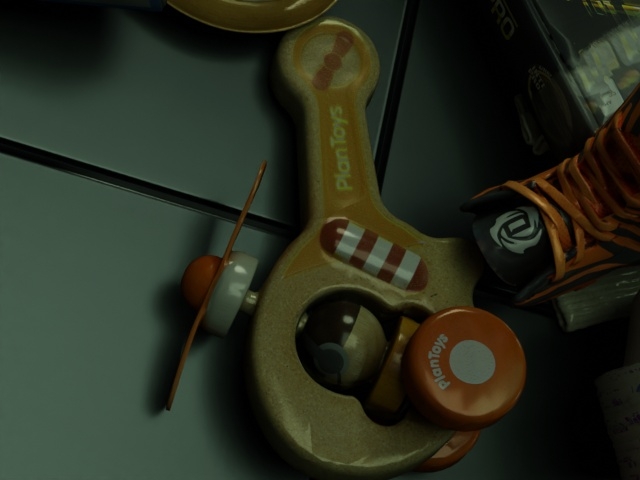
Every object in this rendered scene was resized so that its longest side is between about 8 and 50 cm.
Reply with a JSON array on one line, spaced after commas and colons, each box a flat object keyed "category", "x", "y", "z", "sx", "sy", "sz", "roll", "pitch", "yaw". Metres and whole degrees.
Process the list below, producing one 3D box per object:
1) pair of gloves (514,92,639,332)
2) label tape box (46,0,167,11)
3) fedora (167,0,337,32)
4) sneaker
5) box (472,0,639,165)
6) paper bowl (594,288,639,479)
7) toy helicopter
[{"category": "pair of gloves", "x": 0.262, "y": -0.053, "z": 1.251, "sx": 0.204, "sy": 0.042, "sz": 0.240, "roll": -4, "pitch": 79, "yaw": -21}, {"category": "label tape box", "x": -0.210, "y": -0.338, "z": 1.066, "sx": 0.240, "sy": 0.106, "sz": 0.334, "roll": 4, "pitch": 76, "yaw": 1}, {"category": "fedora", "x": -0.057, "y": -0.247, "z": 1.142, "sx": 0.194, "sy": 0.079, "sz": 0.194, "roll": 8, "pitch": 64, "yaw": -17}, {"category": "sneaker", "x": 0.197, "y": -0.028, "z": 1.049, "sx": 0.180, "sy": 0.321, "sz": 0.125, "roll": -21, "pitch": 71, "yaw": -6}, {"category": "box", "x": 0.297, "y": -0.273, "z": 1.239, "sx": 0.394, "sy": 0.097, "sz": 0.318, "roll": -22, "pitch": 81, "yaw": -15}, {"category": "paper bowl", "x": 0.338, "y": 0.077, "z": 1.119, "sx": 0.284, "sy": 0.284, "sz": 0.148, "roll": -10, "pitch": 80, "yaw": -22}, {"category": "toy helicopter", "x": 0.000, "y": 0.000, "z": 1.118, "sx": 0.234, "sy": 0.140, "sz": 0.355, "roll": -2, "pitch": 68, "yaw": -12}]
